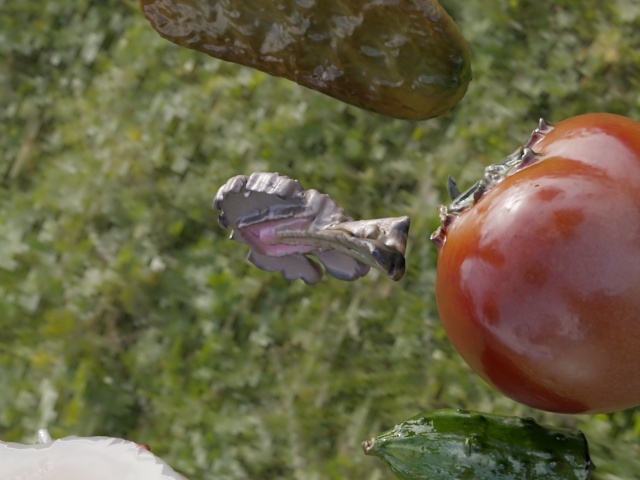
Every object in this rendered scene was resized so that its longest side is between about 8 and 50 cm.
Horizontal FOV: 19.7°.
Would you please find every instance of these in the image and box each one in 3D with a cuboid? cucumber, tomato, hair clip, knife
[{"bbox_3d":[0.161,0.242,1.983,0.134,0.244,0.134,-166,90,-73],"label":"cucumber"},{"bbox_3d":[0.278,0.037,1.947,0.321,0.321,0.322,-21,57,37],"label":"tomato"},{"bbox_3d":[0.005,-0.005,1.895,0.069,0.173,0.300,-52,28,-18],"label":"hair clip"},{"bbox_3d":[0.198,-0.017,2.255,0.026,0.184,0.022,3,52,49],"label":"knife"}]

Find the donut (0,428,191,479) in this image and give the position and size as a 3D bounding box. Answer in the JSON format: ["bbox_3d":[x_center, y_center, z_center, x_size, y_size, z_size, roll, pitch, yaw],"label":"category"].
[{"bbox_3d":[-0.206,0.274,1.126,0.382,0.142,0.383,-8,32,5],"label":"donut"}]

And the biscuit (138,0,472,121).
[{"bbox_3d":[-0.016,-0.145,1.183,0.247,0.118,0.029,21,50,18],"label":"biscuit"}]

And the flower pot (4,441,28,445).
[{"bbox_3d":[-0.311,0.322,1.835,0.246,0.246,0.195,52,132,45],"label":"flower pot"}]
